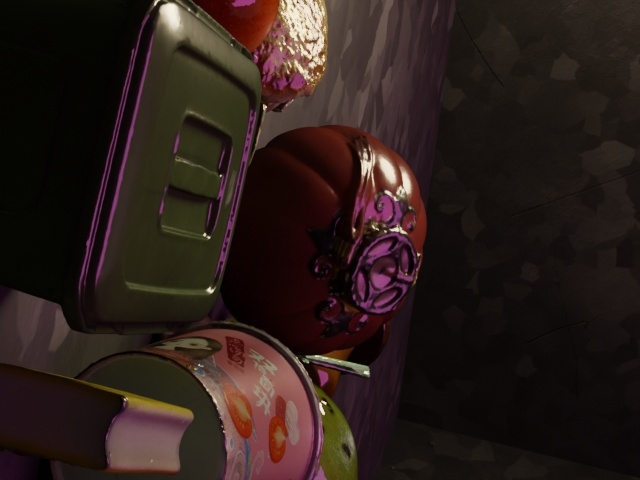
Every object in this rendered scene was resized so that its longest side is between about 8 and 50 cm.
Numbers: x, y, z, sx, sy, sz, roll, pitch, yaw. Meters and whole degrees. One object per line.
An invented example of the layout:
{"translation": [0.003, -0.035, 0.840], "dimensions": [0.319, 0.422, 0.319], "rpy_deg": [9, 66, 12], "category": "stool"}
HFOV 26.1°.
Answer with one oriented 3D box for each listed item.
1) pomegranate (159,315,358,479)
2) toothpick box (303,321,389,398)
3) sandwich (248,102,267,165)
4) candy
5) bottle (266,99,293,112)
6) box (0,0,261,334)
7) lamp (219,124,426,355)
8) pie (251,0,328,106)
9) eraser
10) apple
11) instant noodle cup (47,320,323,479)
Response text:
{"translation": [-0.082, 0.241, 1.679], "dimensions": [0.291, 0.291, 0.323], "rpy_deg": [-28, 121, -76], "category": "pomegranate"}
{"translation": [-0.011, 0.160, 2.176], "dimensions": [0.294, 0.192, 0.192], "rpy_deg": [-44, 146, -60], "category": "toothpick box"}
{"translation": [-0.107, -0.110, 1.525], "dimensions": [0.163, 0.114, 0.079], "rpy_deg": [44, 60, -78], "category": "sandwich"}
{"translation": [-0.032, 0.167, 1.978], "dimensions": [0.077, 0.262, 0.073], "rpy_deg": [-15, -116, 52], "category": "candy"}
{"translation": [-0.069, -0.203, 1.675], "dimensions": [0.152, 0.099, 0.098], "rpy_deg": [-50, 151, -73], "category": "bottle"}
{"translation": [-0.175, -0.062, 1.084], "dimensions": [0.329, 0.178, 0.252], "rpy_deg": [21, 80, -77], "category": "box"}
{"translation": [0.000, 0.000, 1.780], "dimensions": [0.303, 0.257, 0.303], "rpy_deg": [-18, 120, -34], "category": "lamp"}
{"translation": [-0.062, -0.247, 1.519], "dimensions": [0.179, 0.084, 0.205], "rpy_deg": [50, 45, -34], "category": "pie"}
{"translation": [-0.211, 0.152, 1.173], "dimensions": [0.226, 0.158, 0.069], "rpy_deg": [49, 53, -76], "category": "eraser"}
{"translation": [-0.114, -0.236, 1.238], "dimensions": [0.139, 0.163, 0.163], "rpy_deg": [-30, 132, -62], "category": "apple"}
{"translation": [-0.143, 0.203, 1.428], "dimensions": [0.231, 0.243, 0.242], "rpy_deg": [11, 92, -73], "category": "instant noodle cup"}
